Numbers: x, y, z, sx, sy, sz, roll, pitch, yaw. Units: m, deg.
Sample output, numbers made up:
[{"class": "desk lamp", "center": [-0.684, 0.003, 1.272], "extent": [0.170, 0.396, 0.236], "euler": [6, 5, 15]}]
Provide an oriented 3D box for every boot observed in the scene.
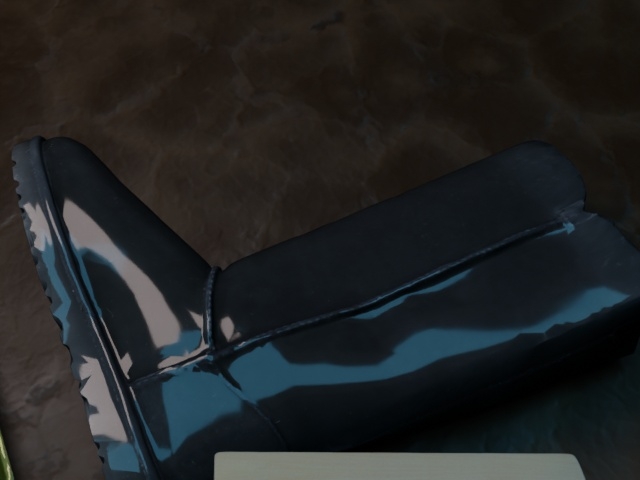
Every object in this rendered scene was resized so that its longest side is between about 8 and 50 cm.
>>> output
[{"class": "boot", "center": [0.001, 0.002, 0.944], "extent": [0.445, 0.146, 0.367], "euler": [-22, 67, -7]}]

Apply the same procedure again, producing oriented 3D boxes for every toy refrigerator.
[{"class": "toy refrigerator", "center": [0.057, 0.220, 0.800], "extent": [0.269, 0.094, 0.102], "euler": [1, 33, -7]}]

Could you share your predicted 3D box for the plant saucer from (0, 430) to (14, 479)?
[{"class": "plant saucer", "center": [-0.358, 0.167, 0.922], "extent": [0.188, 0.045, 0.188], "euler": [-21, 57, -10]}]
